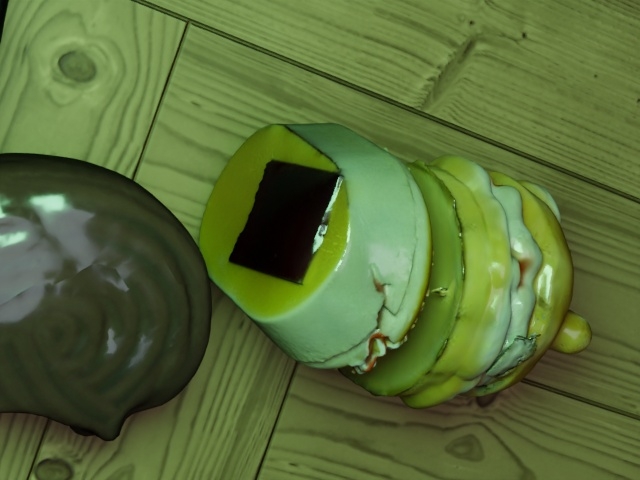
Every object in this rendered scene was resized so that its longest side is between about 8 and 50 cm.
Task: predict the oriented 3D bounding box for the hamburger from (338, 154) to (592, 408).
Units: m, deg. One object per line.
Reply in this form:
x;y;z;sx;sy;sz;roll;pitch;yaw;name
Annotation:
0.156;0.046;1.670;0.236;0.276;0.276;7;96;-33;hamburger

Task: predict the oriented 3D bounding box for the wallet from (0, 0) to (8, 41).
-0.378;-0.182;1.445;0.172;0.045;0.318;6;74;0;wallet

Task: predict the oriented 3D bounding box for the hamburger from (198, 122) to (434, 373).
0.000;0.000;1.576;0.151;0.295;0.227;21;103;-31;hamburger

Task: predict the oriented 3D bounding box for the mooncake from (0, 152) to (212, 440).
-0.286;0.066;1.534;0.334;0.174;0.326;-47;115;-11;mooncake
